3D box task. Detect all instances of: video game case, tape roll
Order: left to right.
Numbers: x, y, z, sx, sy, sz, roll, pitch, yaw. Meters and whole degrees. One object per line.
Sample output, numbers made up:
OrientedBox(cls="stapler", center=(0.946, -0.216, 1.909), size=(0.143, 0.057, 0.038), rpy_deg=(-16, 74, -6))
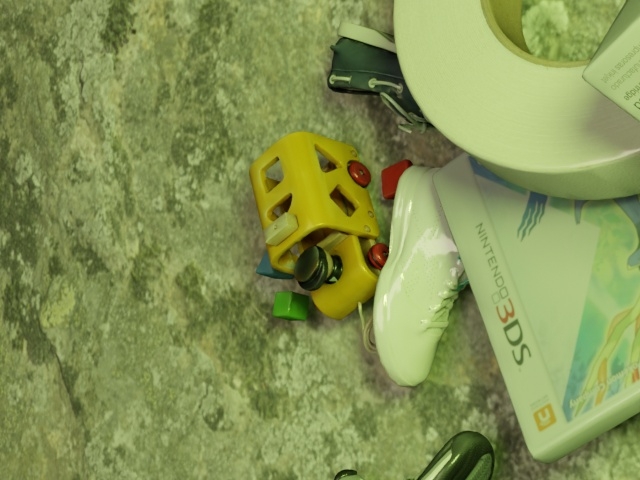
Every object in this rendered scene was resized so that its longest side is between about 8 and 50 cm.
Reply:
OrientedBox(cls="tape roll", center=(0.240, -0.226, 1.415), size=(0.392, 0.072, 0.392), rpy_deg=(-15, 63, 31))
OrientedBox(cls="video game case", center=(0.261, -0.021, 1.407), size=(0.329, 0.036, 0.300), rpy_deg=(-36, 53, 28))

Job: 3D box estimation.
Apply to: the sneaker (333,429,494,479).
OrientedBox(cls="sneaker", center=(0.065, 0.242, 1.606), size=(0.132, 0.086, 0.228), rpy_deg=(48, 119, 38))

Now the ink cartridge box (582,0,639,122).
OrientedBox(cls="ink cartridge box", center=(0.352, -0.110, 1.162), size=(0.273, 0.114, 0.197), rpy_deg=(36, 146, -4))

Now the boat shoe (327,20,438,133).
OrientedBox(cls="boat shoe", center=(0.093, -0.144, 1.607), size=(0.254, 0.095, 0.079), rpy_deg=(26, 103, 44))

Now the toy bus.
OrientedBox(cls="toy bus", center=(-0.006, -0.007, 1.671), size=(0.202, 0.104, 0.190), rpy_deg=(19, 92, 50))

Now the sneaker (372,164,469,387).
OrientedBox(cls="sneaker", center=(0.110, 0.036, 1.593), size=(0.094, 0.080, 0.212), rpy_deg=(6, 89, 33))
